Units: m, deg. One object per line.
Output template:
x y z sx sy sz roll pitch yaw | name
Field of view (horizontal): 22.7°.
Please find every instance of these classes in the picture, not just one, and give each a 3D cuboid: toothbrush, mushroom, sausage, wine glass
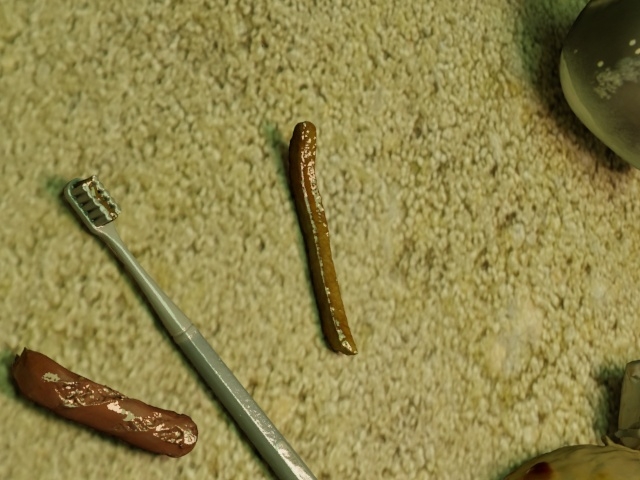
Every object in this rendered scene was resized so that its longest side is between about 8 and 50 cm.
-0.090 0.089 1.249 0.025 0.030 0.342 -44 106 -38 | toothbrush
0.379 0.138 1.606 0.278 0.096 0.099 -27 136 -46 | mushroom
-0.158 0.123 1.173 0.158 0.042 0.036 28 94 -28 | sausage
0.327 -0.228 1.612 0.323 0.238 0.238 54 47 -12 | wine glass

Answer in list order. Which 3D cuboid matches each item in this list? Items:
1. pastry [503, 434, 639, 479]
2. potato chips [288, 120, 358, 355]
0.266 0.297 1.385 0.237 0.170 0.256 -12 76 -46 | pastry
0.000 0.000 1.364 0.026 0.037 0.204 -5 82 -32 | potato chips
